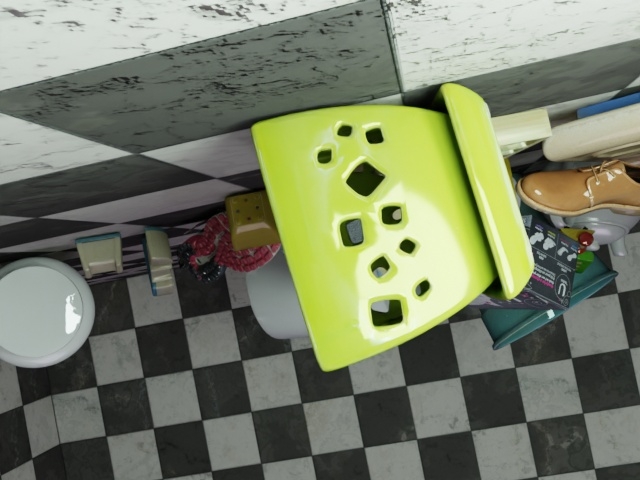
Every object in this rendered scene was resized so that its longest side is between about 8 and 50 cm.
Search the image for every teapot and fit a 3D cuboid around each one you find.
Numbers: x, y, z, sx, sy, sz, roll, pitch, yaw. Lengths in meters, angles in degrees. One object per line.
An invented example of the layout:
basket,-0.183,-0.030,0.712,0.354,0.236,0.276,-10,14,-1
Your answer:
teapot,0.588,-0.071,1.580,0.256,0.187,0.252,8,166,2

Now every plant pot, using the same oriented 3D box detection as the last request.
plant pot,-0.108,-0.038,1.127,0.081,0.081,0.083,-11,166,0
plant pot,0.073,-0.019,0.709,0.207,0.227,0.228,-17,177,3
plant pot,0.477,0.039,1.778,0.341,0.334,0.341,-28,161,-10

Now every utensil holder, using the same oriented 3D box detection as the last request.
utensil holder,0.050,0.083,1.832,0.386,0.327,0.328,-11,178,23

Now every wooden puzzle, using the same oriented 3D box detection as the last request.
wooden puzzle,0.497,-0.166,0.941,0.322,0.080,0.348,-13,172,39

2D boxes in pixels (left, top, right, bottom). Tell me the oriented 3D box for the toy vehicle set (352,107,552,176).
toy vehicle set,0.137,-0.112,0.935,0.267,0.035,0.166,-11,178,-5

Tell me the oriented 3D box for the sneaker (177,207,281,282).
sneaker,-0.158,-0.012,1.330,0.112,0.120,0.299,-45,-163,-33

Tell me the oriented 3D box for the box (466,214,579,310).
box,0.345,0.050,1.418,0.163,0.142,0.247,24,162,-33

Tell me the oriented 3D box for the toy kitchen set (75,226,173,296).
toy kitchen set,-0.381,0.029,1.421,0.166,0.122,0.207,-10,158,-15

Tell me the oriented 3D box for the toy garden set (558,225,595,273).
toy garden set,0.445,-0.001,1.517,0.244,0.049,0.204,11,165,10

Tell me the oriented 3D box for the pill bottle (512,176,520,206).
pill bottle,0.312,-0.080,1.563,0.209,0.119,0.119,-11,178,-13

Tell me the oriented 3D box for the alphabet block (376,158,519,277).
alphabet block,0.216,-0.038,1.282,0.193,0.192,0.197,-12,178,-40

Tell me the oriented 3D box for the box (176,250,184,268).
box,-0.281,0.027,2.140,0.270,0.060,0.216,-11,177,-14

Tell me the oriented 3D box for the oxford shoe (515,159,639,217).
oxford shoe,0.364,-0.080,0.977,0.212,0.076,0.076,-3,143,-15

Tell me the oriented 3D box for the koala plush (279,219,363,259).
koala plush,0.000,0.000,1.431,0.196,0.203,0.221,-23,-161,-6

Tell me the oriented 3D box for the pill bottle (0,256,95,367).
pill bottle,-0.602,0.153,1.550,0.229,0.228,0.408,-10,178,-20
